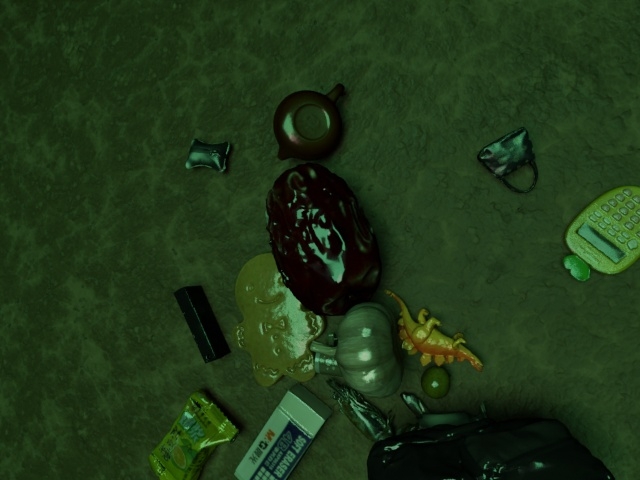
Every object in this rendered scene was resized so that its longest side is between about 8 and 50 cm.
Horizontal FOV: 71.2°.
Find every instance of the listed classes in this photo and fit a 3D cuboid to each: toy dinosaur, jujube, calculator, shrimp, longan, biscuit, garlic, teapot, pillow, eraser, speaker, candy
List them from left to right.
[{"bbox_3d":[-0.362,0.576,1.244,0.187,0.081,0.297,37,99,20],"label":"candy"},{"bbox_3d":[-0.332,0.232,1.256,0.044,0.082,0.218,-32,76,15],"label":"speaker"},{"bbox_3d":[-0.328,-0.248,1.304,0.136,0.055,0.091,8,108,22],"label":"pillow"},{"bbox_3d":[-0.121,0.207,1.199,0.275,0.052,0.354,-10,84,19],"label":"biscuit"},{"bbox_3d":[-0.097,0.521,1.152,0.124,0.081,0.279,34,98,18],"label":"eraser"},{"bbox_3d":[-0.026,-0.311,1.169,0.178,0.135,0.252,41,81,-16],"label":"teapot"},{"bbox_3d":[0.000,0.000,1.066,0.258,0.258,0.376,-31,81,15],"label":"jujube"},{"bbox_3d":[0.076,0.252,1.015,0.212,0.219,0.218,-10,83,21],"label":"garlic"},{"bbox_3d":[0.152,0.414,1.090,0.296,0.058,0.169,43,93,14],"label":"shrimp"},{"bbox_3d":[0.245,0.231,1.060,0.288,0.070,0.117,33,98,24],"label":"toy dinosaur"},{"bbox_3d":[0.275,0.330,1.043,0.075,0.083,0.075,32,127,56],"label":"longan"},{"bbox_3d":[0.618,-0.013,0.958,0.146,0.032,0.235,45,100,17],"label":"calculator"}]

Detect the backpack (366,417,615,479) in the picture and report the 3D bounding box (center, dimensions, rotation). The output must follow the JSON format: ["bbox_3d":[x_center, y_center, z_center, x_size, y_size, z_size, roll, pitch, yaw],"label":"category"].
[{"bbox_3d":[0.334,0.500,0.882,0.446,0.363,0.254,-19,44,8],"label":"backpack"}]

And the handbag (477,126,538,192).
[{"bbox_3d":[0.439,-0.171,1.021,0.115,0.072,0.139,-30,90,14],"label":"handbag"}]

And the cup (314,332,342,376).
[{"bbox_3d":[0.048,0.295,1.132,0.099,0.102,0.074,4,126,19],"label":"cup"}]

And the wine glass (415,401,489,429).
[{"bbox_3d":[0.299,0.415,1.010,0.156,0.072,0.072,-14,82,7],"label":"wine glass"}]
